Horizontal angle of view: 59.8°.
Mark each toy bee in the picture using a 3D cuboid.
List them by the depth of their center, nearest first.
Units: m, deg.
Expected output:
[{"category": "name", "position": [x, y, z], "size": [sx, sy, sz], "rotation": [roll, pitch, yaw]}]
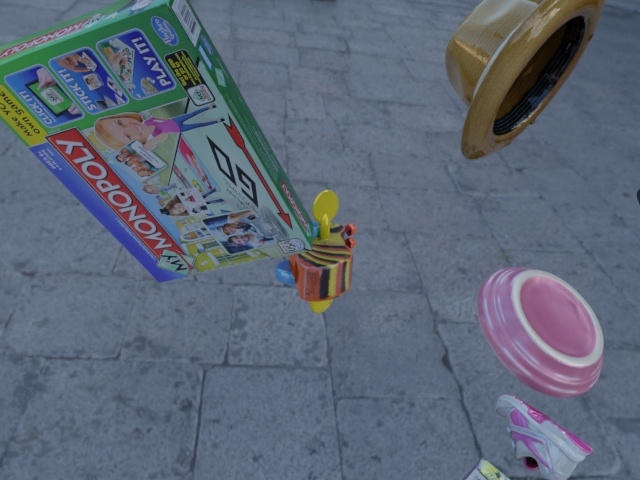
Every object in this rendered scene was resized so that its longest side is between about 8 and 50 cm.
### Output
[{"category": "toy bee", "position": [0.000, 0.000, 0.917], "size": [0.162, 0.195, 0.298], "rotation": [-6, 42, -20]}]

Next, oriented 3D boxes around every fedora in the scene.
[{"category": "fedora", "position": [0.167, -0.162, 0.497], "size": [0.079, 0.194, 0.194], "rotation": [42, 46, 21]}]

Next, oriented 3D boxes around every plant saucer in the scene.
[{"category": "plant saucer", "position": [0.524, 0.193, 1.290], "size": [0.332, 0.084, 0.332], "rotation": [14, 48, -17]}]

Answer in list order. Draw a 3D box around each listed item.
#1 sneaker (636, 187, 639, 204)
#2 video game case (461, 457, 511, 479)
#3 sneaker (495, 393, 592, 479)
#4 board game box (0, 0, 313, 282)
[{"category": "sneaker", "position": [0.569, -0.037, 0.872], "size": [0.077, 0.178, 0.072], "rotation": [-43, 27, -16]}, {"category": "video game case", "position": [0.340, 0.555, 1.067], "size": [0.210, 0.232, 0.041], "rotation": [36, 40, 20]}, {"category": "sneaker", "position": [0.428, 0.403, 1.141], "size": [0.103, 0.111, 0.252], "rotation": [32, 0, -13]}, {"category": "board game box", "position": [-0.161, -0.080, 0.579], "size": [0.213, 0.317, 0.046], "rotation": [-13, 47, 16]}]
